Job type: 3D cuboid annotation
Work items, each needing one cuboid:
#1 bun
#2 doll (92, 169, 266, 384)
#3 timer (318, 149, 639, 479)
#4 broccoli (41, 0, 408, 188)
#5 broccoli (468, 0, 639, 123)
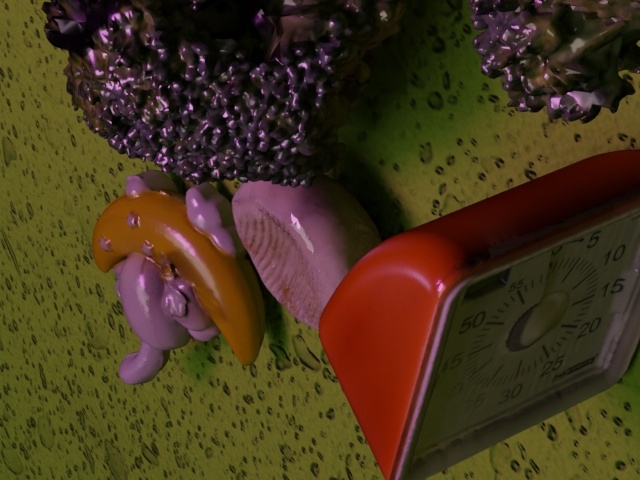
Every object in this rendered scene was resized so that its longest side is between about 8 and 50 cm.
[{"bbox_3d":[0.000,0.000,1.697,0.183,0.102,0.183,42,154,25],"label":"bun"},{"bbox_3d":[-0.160,0.044,1.950,0.237,0.111,0.252,-2,112,38],"label":"doll"},{"bbox_3d":[0.149,0.038,1.386,0.161,0.257,0.250,58,150,19],"label":"timer"},{"bbox_3d":[-0.082,-0.173,1.532,0.277,0.338,0.317,25,116,4],"label":"broccoli"},{"bbox_3d":[0.229,-0.216,1.181,0.245,0.248,0.288,27,137,-13],"label":"broccoli"}]
